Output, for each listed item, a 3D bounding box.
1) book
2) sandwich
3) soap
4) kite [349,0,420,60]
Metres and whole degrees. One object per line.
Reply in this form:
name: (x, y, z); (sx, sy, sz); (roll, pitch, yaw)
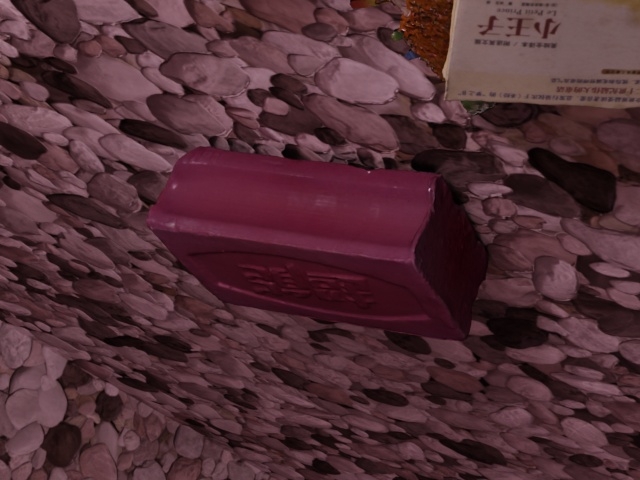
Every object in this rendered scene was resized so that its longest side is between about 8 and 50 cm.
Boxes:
book: (0.199, -0.207, 1.011); (0.201, 0.026, 0.289); (2, 140, 2)
sandwich: (0.130, -0.199, 1.134); (0.159, 0.079, 0.235); (26, 152, -5)
soap: (0.000, 0.000, 1.666); (0.359, 0.128, 0.233); (8, 155, 27)
kite: (0.160, -0.206, 1.210); (0.285, 0.015, 0.152); (-4, 145, 40)
